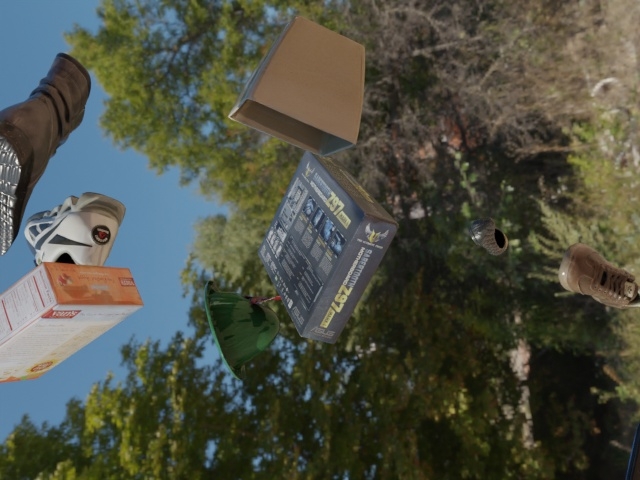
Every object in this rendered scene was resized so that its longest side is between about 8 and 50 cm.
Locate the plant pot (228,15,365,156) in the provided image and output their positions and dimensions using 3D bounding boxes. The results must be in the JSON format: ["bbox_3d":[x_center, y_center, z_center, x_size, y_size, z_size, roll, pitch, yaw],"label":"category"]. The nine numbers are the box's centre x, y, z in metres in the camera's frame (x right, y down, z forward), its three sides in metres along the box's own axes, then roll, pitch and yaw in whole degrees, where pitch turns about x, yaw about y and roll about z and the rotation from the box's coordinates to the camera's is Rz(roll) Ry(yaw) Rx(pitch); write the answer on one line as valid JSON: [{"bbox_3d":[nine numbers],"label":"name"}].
[{"bbox_3d":[-0.015,-0.150,0.658,0.096,0.109,0.109,-70,16,-5],"label":"plant pot"}]

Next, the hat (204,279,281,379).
[{"bbox_3d":[-0.078,0.123,1.127,0.208,0.183,0.173,-107,-4,-68],"label":"hat"}]

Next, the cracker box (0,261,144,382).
[{"bbox_3d":[-0.379,0.115,0.919,0.155,0.232,0.067,13,-132,-64],"label":"cracker box"}]

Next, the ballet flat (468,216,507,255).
[{"bbox_3d":[0.322,-0.007,1.260,0.173,0.049,0.058,13,-128,-60],"label":"ballet flat"}]

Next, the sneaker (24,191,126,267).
[{"bbox_3d":[-0.460,0.025,1.210,0.122,0.330,0.146,18,-112,-31],"label":"sneaker"}]

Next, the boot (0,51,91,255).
[{"bbox_3d":[-0.465,-0.125,1.080,0.118,0.338,0.223,37,-135,-15],"label":"boot"}]

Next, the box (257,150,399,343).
[{"bbox_3d":[0.000,0.000,0.932,0.183,0.059,0.233,-64,30,17],"label":"box"}]

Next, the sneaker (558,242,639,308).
[{"bbox_3d":[0.386,0.050,0.912,0.188,0.071,0.066,19,-92,-46],"label":"sneaker"}]

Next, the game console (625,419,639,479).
[{"bbox_3d":[0.400,0.319,0.571,0.173,0.250,0.293,14,-92,-37],"label":"game console"}]
